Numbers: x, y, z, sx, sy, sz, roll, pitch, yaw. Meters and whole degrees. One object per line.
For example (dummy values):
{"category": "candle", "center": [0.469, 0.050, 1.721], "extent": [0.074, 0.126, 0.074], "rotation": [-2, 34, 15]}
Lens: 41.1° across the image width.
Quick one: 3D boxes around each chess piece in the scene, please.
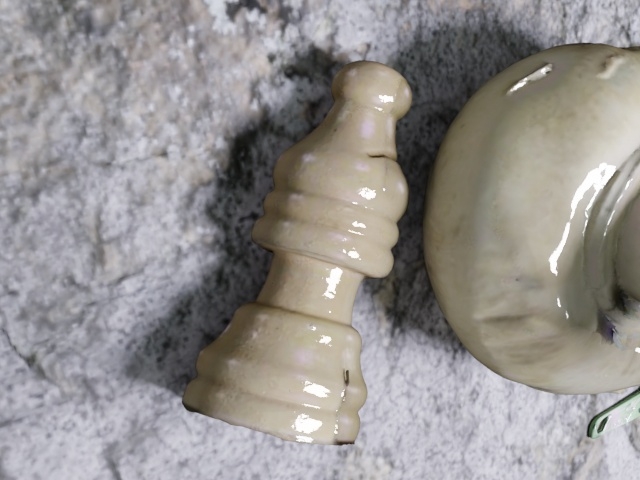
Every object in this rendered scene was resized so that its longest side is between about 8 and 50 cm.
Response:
{"category": "chess piece", "center": [0.000, 0.000, 0.689], "extent": [0.139, 0.124, 0.307], "rotation": [15, 84, 4]}

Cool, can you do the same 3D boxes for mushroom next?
{"category": "mushroom", "center": [0.246, 0.013, 0.744], "extent": [0.315, 0.315, 0.356], "rotation": [-7, 65, -28]}

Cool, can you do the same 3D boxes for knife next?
{"category": "knife", "center": [0.378, 0.173, 0.963], "extent": [0.207, 0.014, 0.030], "rotation": [-22, 105, -23]}
